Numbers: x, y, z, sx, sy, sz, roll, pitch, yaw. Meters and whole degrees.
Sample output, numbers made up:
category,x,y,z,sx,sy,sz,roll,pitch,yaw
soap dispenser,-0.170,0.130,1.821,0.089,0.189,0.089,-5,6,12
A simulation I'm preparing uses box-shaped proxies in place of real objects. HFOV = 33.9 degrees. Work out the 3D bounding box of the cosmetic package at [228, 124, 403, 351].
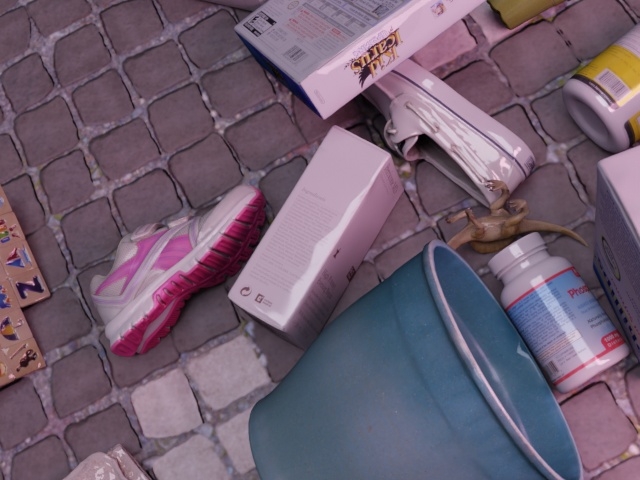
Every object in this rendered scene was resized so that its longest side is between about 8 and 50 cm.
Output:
category,x,y,z,sx,sy,sz,roll,pitch,yaw
cosmetic package,0.000,0.000,1.193,0.086,0.117,0.231,29,81,20

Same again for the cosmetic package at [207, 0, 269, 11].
category,x,y,z,sx,sy,sz,roll,pitch,yaw
cosmetic package,-0.168,-0.415,1.318,0.225,0.224,0.138,15,75,18

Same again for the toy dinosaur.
category,x,y,z,sx,sy,sz,roll,pitch,yaw
toy dinosaur,0.204,-0.019,1.169,0.183,0.092,0.053,-10,47,-1

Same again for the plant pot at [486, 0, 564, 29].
category,x,y,z,sx,sy,sz,roll,pitch,yaw
plant pot,0.244,-0.297,1.266,0.079,0.083,0.083,-37,67,11

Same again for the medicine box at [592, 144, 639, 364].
category,x,y,z,sx,sy,sz,roll,pitch,yaw
medicine box,0.413,-0.007,1.004,0.264,0.289,0.149,-21,65,5

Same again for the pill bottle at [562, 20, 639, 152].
category,x,y,z,sx,sy,sz,roll,pitch,yaw
pill bottle,0.371,-0.190,1.180,0.184,0.103,0.103,-39,67,-2

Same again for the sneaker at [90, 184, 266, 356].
category,x,y,z,sx,sy,sz,roll,pitch,yaw
sneaker,-0.175,0.015,1.235,0.252,0.103,0.111,-42,69,-4

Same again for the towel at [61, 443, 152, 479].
category,x,y,z,sx,sy,sz,roll,pitch,yaw
towel,-0.272,0.378,1.158,0.187,0.049,0.282,41,84,23

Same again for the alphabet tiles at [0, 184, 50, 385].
category,x,y,z,sx,sy,sz,roll,pitch,yaw
alphabet tiles,-0.433,0.068,1.265,0.198,0.009,0.237,-23,82,-26

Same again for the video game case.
category,x,y,z,sx,sy,sz,roll,pitch,yaw
video game case,0.044,-0.270,1.232,0.244,0.061,0.269,-38,31,-1

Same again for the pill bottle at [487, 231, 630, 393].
category,x,y,z,sx,sy,sz,roll,pitch,yaw
pill bottle,0.248,0.074,1.114,0.087,0.087,0.160,-32,76,1

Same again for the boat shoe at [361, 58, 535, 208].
category,x,y,z,sx,sy,sz,roll,pitch,yaw
boat shoe,0.119,-0.132,1.228,0.267,0.096,0.088,38,79,14

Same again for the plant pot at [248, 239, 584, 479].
category,x,y,z,sx,sy,sz,roll,pitch,yaw
plant pot,0.078,0.178,1.046,0.255,0.272,0.271,-32,66,17
